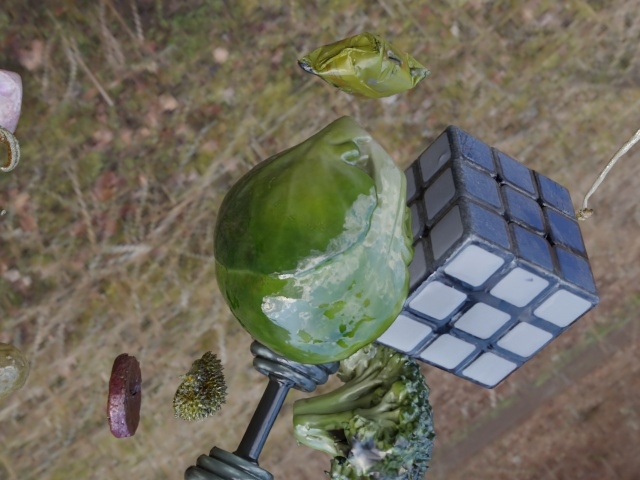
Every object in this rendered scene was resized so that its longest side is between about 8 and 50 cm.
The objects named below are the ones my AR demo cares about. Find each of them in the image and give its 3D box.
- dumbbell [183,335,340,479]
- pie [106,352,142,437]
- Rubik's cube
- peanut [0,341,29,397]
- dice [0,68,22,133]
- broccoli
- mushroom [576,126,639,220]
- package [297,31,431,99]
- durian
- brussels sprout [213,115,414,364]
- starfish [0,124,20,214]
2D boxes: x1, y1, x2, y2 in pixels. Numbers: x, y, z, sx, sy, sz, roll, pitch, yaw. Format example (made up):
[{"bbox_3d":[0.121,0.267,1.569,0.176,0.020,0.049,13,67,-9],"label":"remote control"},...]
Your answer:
[{"bbox_3d":[-0.102,0.319,1.944,0.179,0.179,0.406,79,35,-73],"label":"dumbbell"},{"bbox_3d":[-0.408,0.324,2.270,0.050,0.182,0.182,0,162,2],"label":"pie"},{"bbox_3d":[0.268,0.033,1.955,0.301,0.305,0.303,25,127,-24],"label":"Rubik's cube"},{"bbox_3d":[-0.445,0.153,1.328,0.193,0.089,0.089,17,129,-42],"label":"peanut"},{"bbox_3d":[-0.471,-0.196,1.521,0.093,0.091,0.094,6,-174,-28],"label":"dice"},{"bbox_3d":[0.086,0.365,2.170,0.281,0.347,0.293,-3,175,4],"label":"broccoli"},{"bbox_3d":[0.482,-0.148,1.709,0.286,0.028,0.026,-60,162,20],"label":"mushroom"},{"bbox_3d":[0.081,-0.309,1.956,0.168,0.090,0.226,-10,165,29],"label":"package"},{"bbox_3d":[-0.235,0.292,2.181,0.208,0.102,0.146,89,26,-70],"label":"durian"},{"bbox_3d":[-0.005,-0.003,1.622,0.354,0.281,0.289,-59,-153,0],"label":"brussels sprout"},{"bbox_3d":[-0.451,-0.069,1.333,0.146,0.074,0.190,-60,167,24],"label":"starfish"}]
